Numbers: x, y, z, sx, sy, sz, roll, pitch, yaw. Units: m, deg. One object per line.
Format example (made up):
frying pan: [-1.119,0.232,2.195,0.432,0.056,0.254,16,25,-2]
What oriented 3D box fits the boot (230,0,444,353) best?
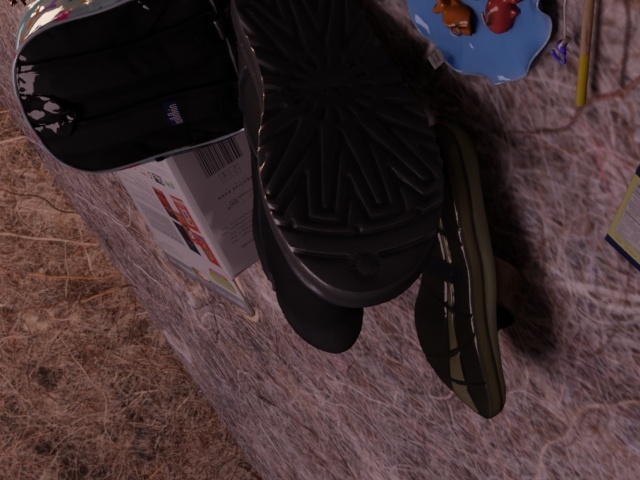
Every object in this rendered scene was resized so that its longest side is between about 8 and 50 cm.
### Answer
boot: [0.000,-0.002,0.995,0.445,0.146,0.367,96,165,-57]

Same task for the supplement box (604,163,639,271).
supplement box: [0.230,-0.026,0.606,0.056,0.083,0.083,47,159,24]

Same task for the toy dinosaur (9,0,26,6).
toy dinosaur: [-0.401,-0.376,1.314,0.322,0.164,0.218,36,-133,-80]

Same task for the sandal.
sandal: [0.147,0.035,0.920,0.120,0.086,0.303,37,139,56]

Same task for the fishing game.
fishing game: [0.094,-0.196,0.730,0.264,0.041,0.189,43,154,33]

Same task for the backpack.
backpack: [-0.227,-0.205,1.164,0.191,0.253,0.225,-116,5,-51]

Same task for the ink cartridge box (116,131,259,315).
ink cartridge box: [-0.170,-0.067,1.427,0.309,0.130,0.272,25,146,56]
